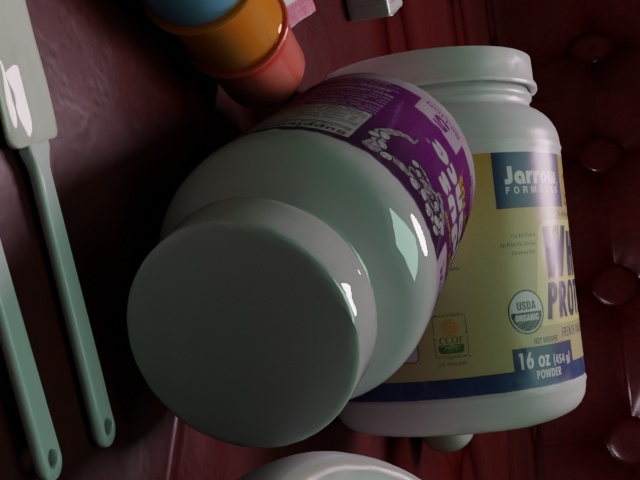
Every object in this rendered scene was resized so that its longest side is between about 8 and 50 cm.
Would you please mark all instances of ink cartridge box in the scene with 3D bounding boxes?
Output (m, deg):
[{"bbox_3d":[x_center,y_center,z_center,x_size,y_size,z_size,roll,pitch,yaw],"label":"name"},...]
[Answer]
[{"bbox_3d":[0.054,-0.321,1.106,0.088,0.052,0.122,-56,136,-64],"label":"ink cartridge box"}]

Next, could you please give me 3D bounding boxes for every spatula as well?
[{"bbox_3d":[-0.145,0.004,0.405,0.168,0.019,0.242,-55,137,-73],"label":"spatula"}]

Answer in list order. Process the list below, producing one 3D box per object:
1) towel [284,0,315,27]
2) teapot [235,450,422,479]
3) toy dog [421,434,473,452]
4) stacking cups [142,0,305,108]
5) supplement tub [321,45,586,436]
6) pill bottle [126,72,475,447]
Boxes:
[{"bbox_3d":[-0.047,-0.270,0.799,0.144,0.029,0.197,-65,145,-61],"label":"towel"},{"bbox_3d":[-0.011,0.248,0.476,0.256,0.187,0.252,-10,63,-56],"label":"teapot"},{"bbox_3d":[0.162,0.101,1.112,0.334,0.161,0.220,61,28,-51],"label":"toy dog"},{"bbox_3d":[-0.075,-0.169,0.551,0.316,0.096,0.096,44,42,-64],"label":"stacking cups"},{"bbox_3d":[0.110,0.003,0.866,0.228,0.228,0.316,2,82,-73],"label":"supplement tub"},{"bbox_3d":[0.000,0.000,0.608,0.301,0.169,0.169,-52,133,-64],"label":"pill bottle"}]
